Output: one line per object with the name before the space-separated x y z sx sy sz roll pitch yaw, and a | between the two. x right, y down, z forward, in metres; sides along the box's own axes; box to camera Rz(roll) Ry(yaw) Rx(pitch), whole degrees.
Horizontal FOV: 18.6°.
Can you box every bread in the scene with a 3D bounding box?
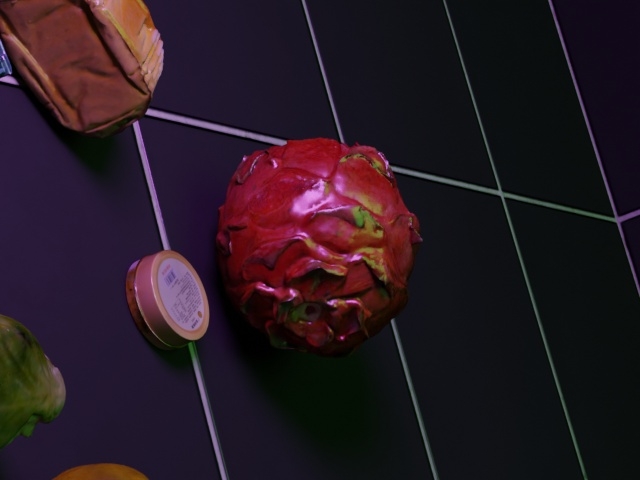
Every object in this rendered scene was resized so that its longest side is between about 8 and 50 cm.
bread | -0.245 -0.210 2.002 0.190 0.132 0.114 55 27 -29

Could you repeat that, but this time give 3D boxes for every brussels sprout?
brussels sprout | -0.298 0.123 1.650 0.183 0.131 0.145 -43 114 -57

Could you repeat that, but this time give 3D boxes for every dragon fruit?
dragon fruit | -0.006 0.008 2.191 0.241 0.241 0.252 17 39 -58

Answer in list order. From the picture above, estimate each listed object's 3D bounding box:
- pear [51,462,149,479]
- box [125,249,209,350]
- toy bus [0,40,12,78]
pear | -0.191 0.272 1.727 0.162 0.148 0.149 30 45 -63
box | -0.161 0.063 2.060 0.105 0.037 0.106 41 37 -41
toy bus | -0.391 -0.165 1.676 0.128 0.147 0.256 66 22 -1
